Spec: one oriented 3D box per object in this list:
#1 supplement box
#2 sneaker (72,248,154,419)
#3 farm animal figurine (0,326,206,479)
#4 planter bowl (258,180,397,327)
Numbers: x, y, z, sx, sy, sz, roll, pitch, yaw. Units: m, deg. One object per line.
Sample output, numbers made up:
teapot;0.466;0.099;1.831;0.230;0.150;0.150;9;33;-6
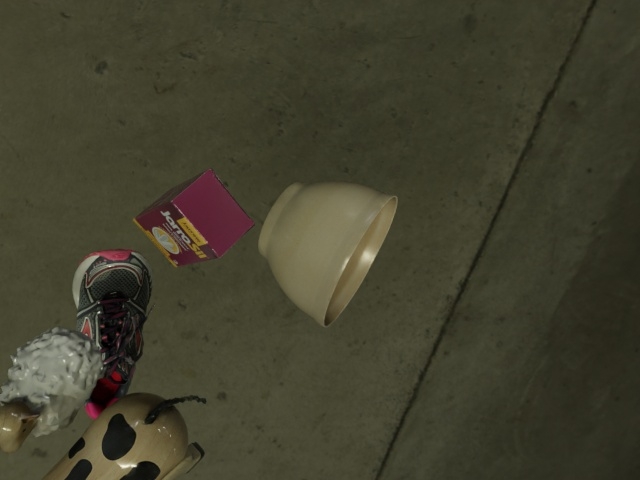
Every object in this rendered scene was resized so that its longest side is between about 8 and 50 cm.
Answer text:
supplement box;-0.100;-0.014;0.369;0.055;0.083;0.043;54;54;-19
sneaker;-0.327;0.148;0.758;0.121;0.112;0.299;-1;120;-29
farm animal figurine;-0.218;0.278;0.422;0.330;0.172;0.327;24;71;8
planter bowl;0.000;0.000;0.532;0.162;0.109;0.162;-55;164;-25
